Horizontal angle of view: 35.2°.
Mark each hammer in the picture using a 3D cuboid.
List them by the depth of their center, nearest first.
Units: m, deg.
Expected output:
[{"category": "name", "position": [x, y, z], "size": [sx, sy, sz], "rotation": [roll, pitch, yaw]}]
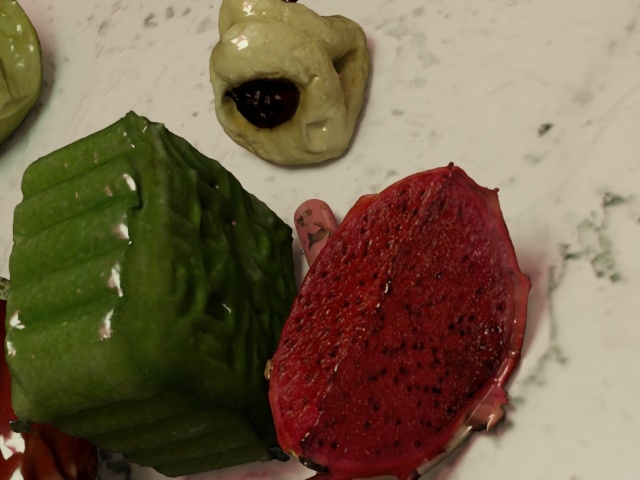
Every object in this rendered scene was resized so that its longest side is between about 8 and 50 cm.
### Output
[{"category": "hammer", "position": [0.000, 0.000, 0.937], "size": [0.043, 0.043, 0.083], "rotation": [-30, 53, 12]}]

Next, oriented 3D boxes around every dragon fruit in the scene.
[{"category": "dragon fruit", "position": [0.065, 0.084, 0.806], "size": [0.274, 0.161, 0.126], "rotation": [-62, 26, -8]}]

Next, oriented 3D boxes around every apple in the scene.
[{"category": "apple", "position": [-0.478, -0.219, 1.206], "size": [0.279, 0.279, 0.279], "rotation": [-14, 57, 23]}]

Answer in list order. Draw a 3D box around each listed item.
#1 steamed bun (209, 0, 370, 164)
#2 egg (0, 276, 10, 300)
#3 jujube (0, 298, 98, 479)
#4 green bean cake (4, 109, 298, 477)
[{"category": "steamed bun", "position": [-0.044, -0.177, 0.991], "size": [0.141, 0.155, 0.172], "rotation": [0, 64, 29]}, {"category": "egg", "position": [-0.348, 0.091, 1.059], "size": [0.085, 0.085, 0.110], "rotation": [-12, 60, 25]}, {"category": "jujube", "position": [-0.310, 0.233, 0.850], "size": [0.276, 0.276, 0.377], "rotation": [-24, 51, 17]}, {"category": "green bean cake", "position": [-0.128, 0.052, 0.845], "size": [0.156, 0.250, 0.247], "rotation": [-18, 55, 21]}]
